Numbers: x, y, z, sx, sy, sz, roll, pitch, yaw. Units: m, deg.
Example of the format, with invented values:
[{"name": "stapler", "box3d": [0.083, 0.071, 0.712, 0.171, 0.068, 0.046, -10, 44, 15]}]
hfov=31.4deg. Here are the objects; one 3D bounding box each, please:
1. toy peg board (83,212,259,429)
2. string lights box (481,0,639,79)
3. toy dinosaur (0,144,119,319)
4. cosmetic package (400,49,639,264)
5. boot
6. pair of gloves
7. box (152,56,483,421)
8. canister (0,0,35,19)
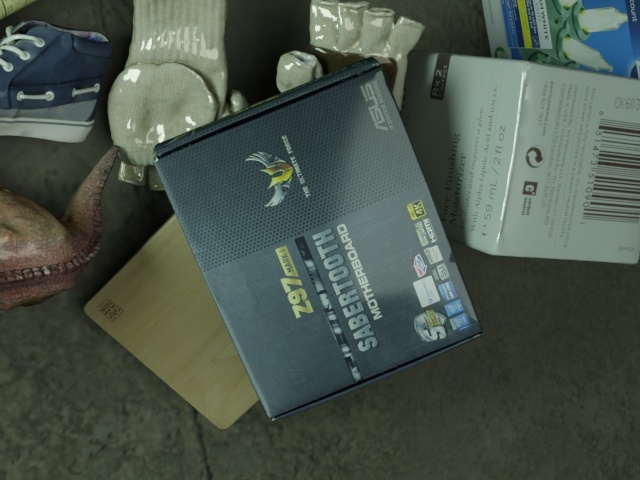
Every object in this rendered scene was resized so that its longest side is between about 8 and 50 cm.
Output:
[{"name": "toy peg board", "box3d": [-0.082, 0.044, 0.962, 0.161, 0.079, 0.161, 43, 105, -13]}, {"name": "string lights box", "box3d": [0.254, -0.185, 1.005, 0.077, 0.260, 0.133, -21, 108, -23]}, {"name": "toy dinosaur", "box3d": [-0.245, 0.016, 0.805, 0.296, 0.200, 0.127, -20, 107, -31]}, {"name": "cosmetic package", "box3d": [0.163, -0.074, 0.953, 0.151, 0.184, 0.151, 3, 99, -29]}, {"name": "boot", "box3d": [-0.239, -0.124, 0.836, 0.190, 0.069, 0.086, -4, 120, -55]}, {"name": "pair of gloves", "box3d": [-0.049, -0.111, 0.923, 0.240, 0.042, 0.204, 8, 119, -13]}, {"name": "box", "box3d": [0.000, 0.000, 0.874, 0.183, 0.059, 0.232, -21, 104, 1]}, {"name": "canister", "box3d": [-0.232, -0.236, 0.845, 0.170, 0.073, 0.126, -34, 113, -20]}]
